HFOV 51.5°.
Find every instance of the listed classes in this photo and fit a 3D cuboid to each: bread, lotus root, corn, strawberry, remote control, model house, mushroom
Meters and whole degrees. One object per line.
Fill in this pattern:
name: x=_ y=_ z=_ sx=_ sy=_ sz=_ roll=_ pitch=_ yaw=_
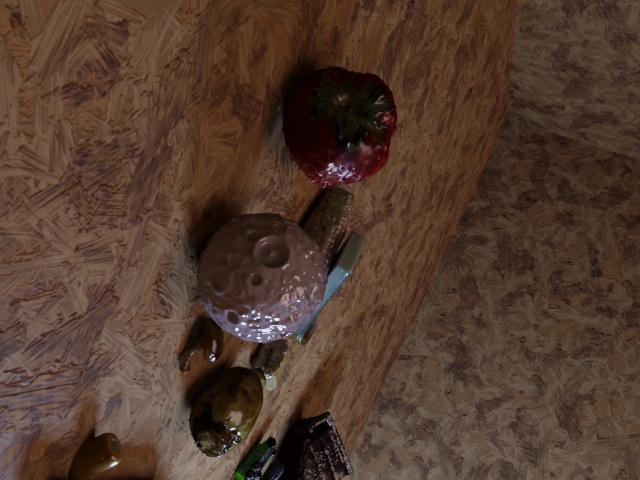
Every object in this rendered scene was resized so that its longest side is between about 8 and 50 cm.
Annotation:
bread: x=-0.413 y=0.391 z=1.202 sx=0.049 sy=0.103 sz=0.062 roll=-3 pitch=71 yaw=-79
bread: x=-0.137 y=0.330 z=1.781 sx=0.106 sy=0.082 sz=0.125 roll=103 pitch=9 yaw=-52
lotus root: x=-0.215 y=0.392 z=1.559 sx=0.314 sy=0.141 sz=0.170 roll=-46 pitch=155 yaw=-64
corn: x=-0.001 y=0.001 z=1.713 sx=0.335 sy=0.126 sz=0.127 roll=-58 pitch=158 yaw=-28
strawberry: x=0.034 y=-0.227 z=1.432 sx=0.257 sy=0.257 sz=0.277 roll=-58 pitch=175 yaw=-24
remote control: x=0.017 y=0.118 z=1.788 sx=0.344 sy=0.050 sz=0.145 roll=-57 pitch=-176 yaw=45
model house: x=-0.077 y=0.792 z=2.296 sx=0.282 sy=0.297 sz=0.317 roll=-33 pitch=180 yaw=-43
mushroom: x=-0.246 y=0.232 z=1.412 sx=0.130 sy=0.072 sz=0.088 roll=-59 pitch=-168 yaw=-13

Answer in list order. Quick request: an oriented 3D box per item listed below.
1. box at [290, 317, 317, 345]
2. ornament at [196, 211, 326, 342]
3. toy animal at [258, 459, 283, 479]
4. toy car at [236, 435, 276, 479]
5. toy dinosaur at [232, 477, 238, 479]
box: x=-0.048 y=0.260 z=1.986 sx=0.105 sy=0.037 sz=0.106 roll=-52 pitch=156 yaw=-36
ornament: x=-0.114 y=0.067 z=1.300 sx=0.259 sy=0.259 sz=0.225 roll=-56 pitch=179 yaw=-28
toy animal: x=-0.238 y=0.836 z=1.999 sx=0.206 sy=0.081 sz=0.367 roll=-61 pitch=167 yaw=26
toy car: x=-0.192 y=0.668 z=2.016 sx=0.165 sy=0.062 sz=0.071 roll=-50 pitch=155 yaw=-38
toy dinosaur: x=-0.290 y=0.781 z=1.933 sx=0.180 sy=0.037 sz=0.058 roll=-60 pitch=139 yaw=-38
